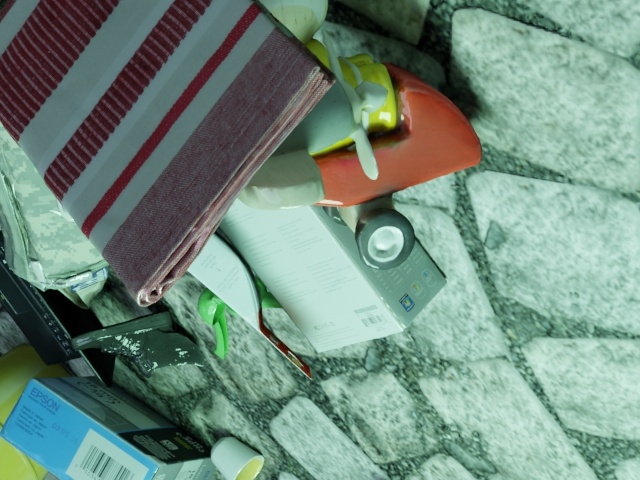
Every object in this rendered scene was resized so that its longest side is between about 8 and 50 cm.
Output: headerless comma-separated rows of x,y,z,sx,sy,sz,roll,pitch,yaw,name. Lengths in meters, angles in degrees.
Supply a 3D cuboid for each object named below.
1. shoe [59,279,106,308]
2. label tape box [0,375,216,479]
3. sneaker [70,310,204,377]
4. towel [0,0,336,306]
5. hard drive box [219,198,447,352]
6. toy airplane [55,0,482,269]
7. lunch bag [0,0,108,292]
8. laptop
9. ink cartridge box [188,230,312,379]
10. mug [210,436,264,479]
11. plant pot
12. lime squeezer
-0.352,0.039,2.065,0.076,0.058,0.219,19,169,23,shoe
-0.288,0.304,2.287,0.240,0.106,0.333,31,-174,18,label tape box
-0.251,0.152,2.099,0.051,0.170,0.089,179,76,-79,sneaker
-0.153,-0.136,1.249,0.037,0.237,0.329,23,-159,-53,towel
0.000,0.000,1.695,0.232,0.089,0.181,52,147,-12,hard drive box
-0.079,-0.134,1.401,0.386,0.384,0.272,21,111,25,toy airplane
-0.276,-0.122,1.711,0.212,0.256,0.305,24,142,29,lunch bag
-0.418,0.109,2.224,0.264,0.136,0.234,-16,114,41,laptop
-0.083,0.058,1.767,0.232,0.066,0.189,38,179,-1,ink cartridge box
-0.127,0.323,2.218,0.064,0.062,0.078,38,141,25,mug
-0.515,0.303,2.454,0.254,0.239,0.254,28,143,23,plant pot
-0.093,0.095,1.933,0.110,0.059,0.310,52,146,-10,lime squeezer
